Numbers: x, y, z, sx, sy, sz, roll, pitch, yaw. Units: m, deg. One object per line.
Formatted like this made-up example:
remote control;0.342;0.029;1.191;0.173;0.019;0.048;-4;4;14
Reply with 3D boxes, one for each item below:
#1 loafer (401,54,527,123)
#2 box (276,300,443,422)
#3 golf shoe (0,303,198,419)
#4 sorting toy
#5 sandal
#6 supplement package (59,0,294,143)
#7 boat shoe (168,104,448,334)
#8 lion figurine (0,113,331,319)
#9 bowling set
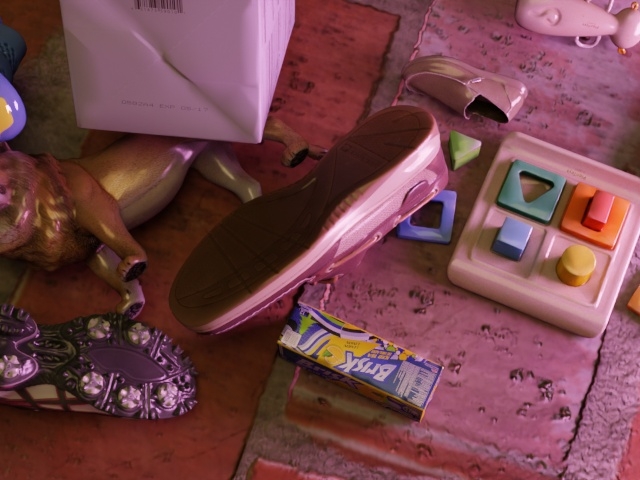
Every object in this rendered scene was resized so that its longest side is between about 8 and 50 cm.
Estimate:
loafer;0.164;-0.172;1.260;0.148;0.056;0.050;12;64;6
box;0.040;0.127;1.150;0.169;0.059;0.054;25;70;10
golf shoe;-0.265;0.132;1.141;0.273;0.120;0.105;14;62;-17
sorting toy;0.257;-0.013;1.203;0.348;0.047;0.196;22;72;9
sandal;-0.388;-0.201;1.209;0.138;0.126;0.317;-25;39;-23
supplement package;-0.141;-0.265;1.175;0.199;0.198;0.262;6;40;4
boat shoe;0.000;0.000;1.160;0.342;0.123;0.123;-40;44;-14
lion figurine;-0.200;-0.075;1.210;0.392;0.142;0.240;-31;63;-24
bowling set;0.329;-0.389;1.279;0.154;0.287;0.200;11;37;-1
